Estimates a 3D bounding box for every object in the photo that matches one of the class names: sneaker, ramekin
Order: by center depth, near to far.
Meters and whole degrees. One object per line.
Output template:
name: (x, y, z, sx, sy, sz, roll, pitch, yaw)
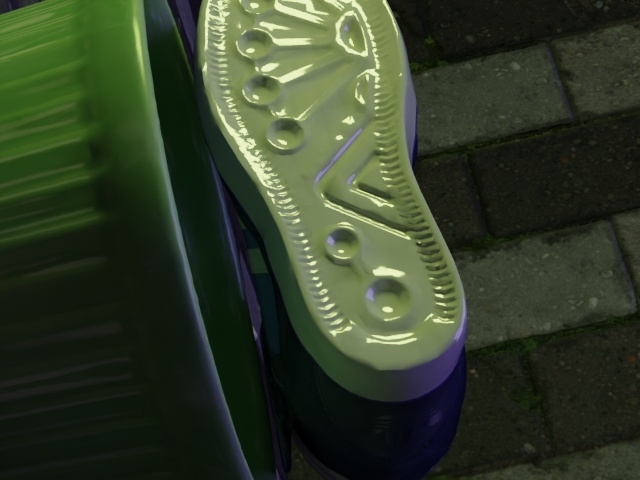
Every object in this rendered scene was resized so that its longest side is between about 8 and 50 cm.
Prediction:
ramekin: (-0.129, 0.015, 0.803, 0.303, 0.148, 0.303, -13, 90, -89)
sneaker: (0.001, 0.000, 0.927, 0.236, 0.130, 0.322, 95, -19, -59)

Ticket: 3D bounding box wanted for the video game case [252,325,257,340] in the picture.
video game case: (-0.138, -0.025, 1.254, 0.193, 0.023, 0.212, 31, -30, 60)
